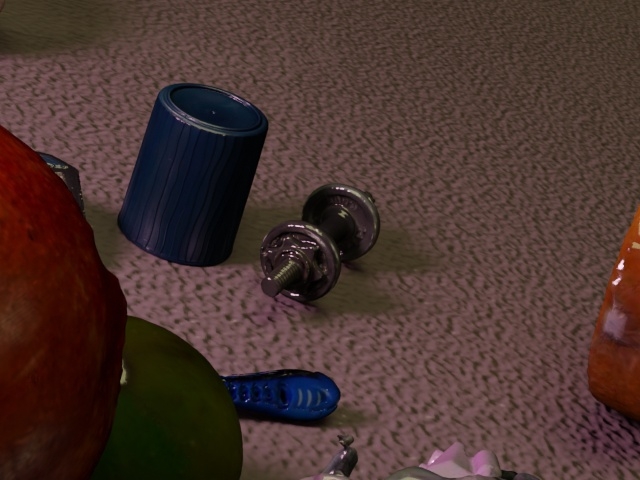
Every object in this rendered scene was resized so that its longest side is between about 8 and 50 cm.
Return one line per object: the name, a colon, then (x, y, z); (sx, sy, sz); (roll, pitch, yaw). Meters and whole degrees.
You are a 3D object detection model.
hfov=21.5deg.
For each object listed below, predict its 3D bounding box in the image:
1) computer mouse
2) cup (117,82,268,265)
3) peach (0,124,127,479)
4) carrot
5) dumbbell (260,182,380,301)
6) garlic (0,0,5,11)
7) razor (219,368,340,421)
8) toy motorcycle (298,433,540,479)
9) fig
computer mouse: (-0.249, -0.026, 1.515); (0.079, 0.047, 0.135); (-8, 46, -24)
cup: (-0.117, -0.072, 1.592); (0.113, 0.138, 0.150); (17, 26, -5)
peach: (-0.328, 0.067, 0.931); (0.406, 0.335, 0.310); (19, 24, 17)
carrot: (0.330, 0.046, 1.548); (0.100, 0.258, 0.307); (15, 16, 24)
dumbbell: (0.000, 0.000, 1.601); (0.082, 0.081, 0.254); (25, 26, 12)
garlic: (-0.413, -0.296, 1.863); (0.199, 0.199, 0.226); (24, -9, 9)
razor: (-0.130, 0.113, 1.323); (0.324, 0.093, 0.056); (7, -7, -32)
toy motorcycle: (0.071, 0.207, 1.173); (0.188, 0.143, 0.327); (26, 19, 14)
fig: (-0.144, 0.128, 1.147); (0.181, 0.191, 0.181); (1, 59, -2)
